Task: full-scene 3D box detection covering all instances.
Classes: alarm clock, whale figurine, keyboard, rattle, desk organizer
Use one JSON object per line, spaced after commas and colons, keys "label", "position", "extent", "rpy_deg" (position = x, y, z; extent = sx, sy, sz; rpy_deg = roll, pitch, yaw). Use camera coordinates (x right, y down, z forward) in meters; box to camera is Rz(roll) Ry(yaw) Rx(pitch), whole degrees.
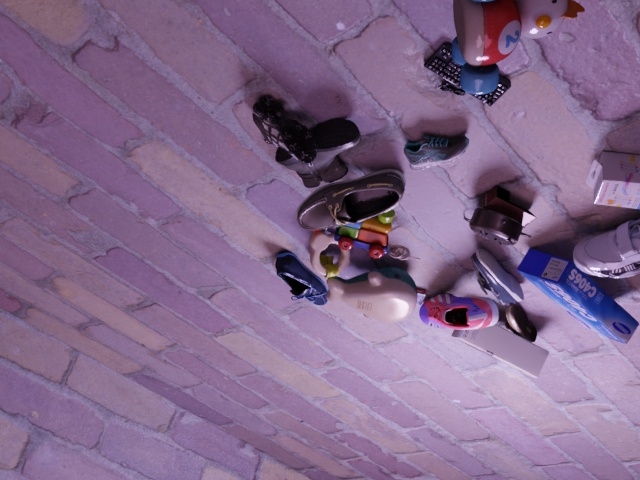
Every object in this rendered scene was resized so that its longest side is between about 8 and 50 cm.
{"label": "alarm clock", "position": [0.435, -0.035, 1.911], "extent": [0.129, 0.064, 0.192], "rpy_deg": [25, 178, -32]}
{"label": "whale figurine", "position": [0.154, 0.144, 2.222], "extent": [0.272, 0.141, 0.216], "rpy_deg": [8, 139, 7]}
{"label": "keyboard", "position": [0.308, -0.345, 1.601], "extent": [0.180, 0.023, 0.108], "rpy_deg": [27, 143, -17]}
{"label": "rattle", "position": [0.000, 0.000, 2.172], "extent": [0.130, 0.143, 0.200], "rpy_deg": [-30, 117, 4]}
{"label": "desk organizer", "position": [0.480, -0.086, 1.883], "extent": [0.130, 0.047, 0.050], "rpy_deg": [24, 141, -16]}

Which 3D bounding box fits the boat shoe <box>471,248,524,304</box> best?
{"label": "boat shoe", "position": [0.489, 0.109, 2.114], "extent": [0.079, 0.095, 0.254], "rpy_deg": [-27, 139, 28]}

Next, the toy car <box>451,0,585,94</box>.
{"label": "toy car", "position": [0.367, -0.412, 1.356], "extent": [0.238, 0.210, 0.219], "rpy_deg": [-5, 131, 4]}

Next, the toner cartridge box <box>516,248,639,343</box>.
{"label": "toner cartridge box", "position": [0.710, 0.155, 2.050], "extent": [0.348, 0.075, 0.165], "rpy_deg": [36, 176, -28]}

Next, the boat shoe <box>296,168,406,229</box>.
{"label": "boat shoe", "position": [0.071, -0.093, 1.899], "extent": [0.305, 0.091, 0.109], "rpy_deg": [-20, 115, 17]}

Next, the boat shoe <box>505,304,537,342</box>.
{"label": "boat shoe", "position": [0.606, 0.262, 2.314], "extent": [0.072, 0.068, 0.190], "rpy_deg": [1, 145, 40]}

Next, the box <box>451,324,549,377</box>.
{"label": "box", "position": [0.555, 0.321, 2.313], "extent": [0.275, 0.094, 0.113], "rpy_deg": [27, 175, -1]}

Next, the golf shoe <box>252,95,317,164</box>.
{"label": "golf shoe", "position": [-0.087, -0.253, 1.781], "extent": [0.198, 0.077, 0.094], "rpy_deg": [50, 153, 5]}

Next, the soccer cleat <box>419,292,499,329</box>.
{"label": "soccer cleat", "position": [0.381, 0.216, 2.210], "extent": [0.116, 0.109, 0.318], "rpy_deg": [-7, 180, -32]}

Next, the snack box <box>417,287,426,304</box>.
{"label": "snack box", "position": [0.235, 0.160, 2.322], "extent": [0.178, 0.022, 0.064], "rpy_deg": [13, 144, 1]}

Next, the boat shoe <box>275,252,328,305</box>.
{"label": "boat shoe", "position": [-0.070, 0.142, 2.338], "extent": [0.109, 0.089, 0.258], "rpy_deg": [-17, 135, 36]}

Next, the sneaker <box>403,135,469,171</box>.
{"label": "sneaker", "position": [0.268, -0.217, 1.759], "extent": [0.166, 0.065, 0.076], "rpy_deg": [-17, 131, 34]}

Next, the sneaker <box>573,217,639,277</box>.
{"label": "sneaker", "position": [0.783, -0.032, 1.790], "extent": [0.365, 0.137, 0.210], "rpy_deg": [-11, 137, 24]}

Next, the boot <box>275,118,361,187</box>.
{"label": "boot", "position": [0.024, -0.212, 1.851], "extent": [0.246, 0.083, 0.161], "rpy_deg": [-14, 149, 33]}

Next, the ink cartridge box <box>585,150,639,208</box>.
{"label": "ink cartridge box", "position": [0.689, -0.137, 1.706], "extent": [0.143, 0.090, 0.092], "rpy_deg": [6, 144, 9]}

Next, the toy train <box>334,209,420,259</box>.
{"label": "toy train", "position": [0.172, -0.032, 2.024], "extent": [0.248, 0.105, 0.143], "rpy_deg": [14, 132, -2]}
